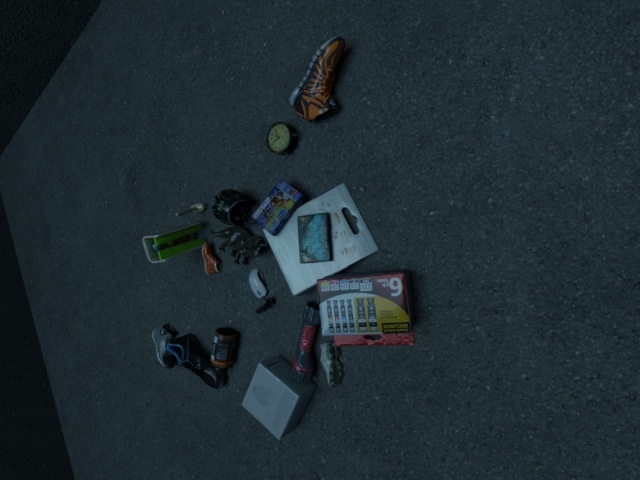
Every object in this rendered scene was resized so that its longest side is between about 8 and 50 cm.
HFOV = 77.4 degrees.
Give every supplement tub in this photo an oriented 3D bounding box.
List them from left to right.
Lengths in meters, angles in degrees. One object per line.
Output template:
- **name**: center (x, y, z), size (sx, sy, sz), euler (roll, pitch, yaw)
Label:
- **supplement tub**: center (-0.447, 0.509, 1.837), size (0.106, 0.106, 0.197), euler (16, 99, 31)

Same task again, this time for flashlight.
- **flashlight**: center (-0.047, 0.406, 1.592), size (0.103, 0.103, 0.303), euler (15, 99, 4)

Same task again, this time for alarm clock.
- **alarm clock**: center (-0.175, -0.433, 1.667), size (0.192, 0.064, 0.129), euler (36, 109, 24)

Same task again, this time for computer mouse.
- **computer mouse**: center (-0.273, 0.217, 1.758), size (0.106, 0.042, 0.192), euler (-33, 75, 29)

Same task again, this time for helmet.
- **helmet**: center (-0.391, -0.146, 1.741), size (0.162, 0.170, 0.169), euler (30, 106, 36)

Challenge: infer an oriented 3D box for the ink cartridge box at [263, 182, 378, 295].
- **ink cartridge box**: center (0.000, 0.000, 1.582), size (0.385, 0.091, 0.308), euler (-29, 75, 12)

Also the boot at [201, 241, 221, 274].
- **boot**: center (-0.514, 0.082, 1.899), size (0.085, 0.059, 0.157), euler (-5, 97, 29)

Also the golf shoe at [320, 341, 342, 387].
- **golf shoe**: center (0.037, 0.486, 1.573), size (0.086, 0.069, 0.176), euler (-9, 83, 52)

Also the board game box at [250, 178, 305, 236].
- **board game box**: center (-0.171, -0.134, 1.601), size (0.136, 0.035, 0.201), euler (39, 91, 30)

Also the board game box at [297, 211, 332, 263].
- **board game box**: center (-0.024, -0.009, 1.530), size (0.126, 0.026, 0.186), euler (-7, 81, 17)

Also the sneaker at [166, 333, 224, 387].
- **sneaker**: center (-0.602, 0.594, 1.915), size (0.341, 0.140, 0.125), euler (35, 106, 25)

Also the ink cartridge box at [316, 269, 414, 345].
- **ink cartridge box**: center (0.163, 0.251, 1.402), size (0.310, 0.130, 0.271), euler (-7, 90, 18)

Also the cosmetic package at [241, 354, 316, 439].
- **cosmetic package**: center (-0.171, 0.641, 1.650), size (0.225, 0.138, 0.223), euler (32, 107, 29)

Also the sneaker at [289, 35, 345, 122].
- **sneaker**: center (0.029, -0.588, 1.518), size (0.180, 0.125, 0.321), euler (49, 125, 16)

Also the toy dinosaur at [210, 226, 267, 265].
- **toy dinosaur**: center (-0.357, 0.010, 1.782), size (0.314, 0.121, 0.160), euler (34, 96, 31)

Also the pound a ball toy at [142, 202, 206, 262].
- **pound a ball toy**: center (-0.668, -0.041, 1.863), size (0.136, 0.319, 0.208), euler (-5, 104, 32)

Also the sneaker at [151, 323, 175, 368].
- **sneaker**: center (-0.788, 0.536, 2.062), size (0.132, 0.086, 0.228), euler (-38, 71, 24)

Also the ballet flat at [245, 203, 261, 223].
- **ballet flat**: center (-0.231, -0.135, 1.721), size (0.250, 0.058, 0.084), euler (-29, 64, 32)
